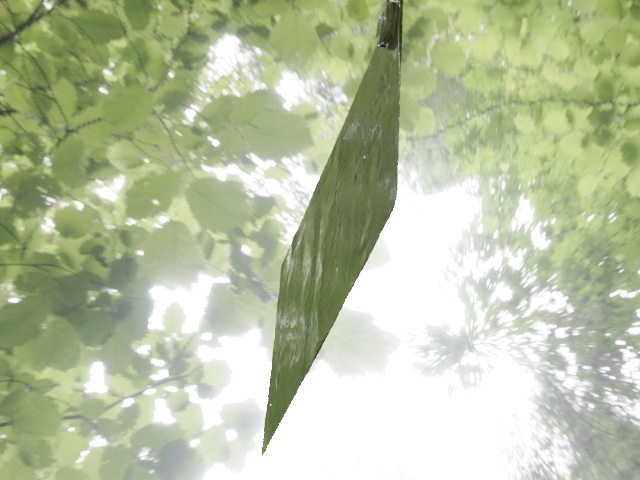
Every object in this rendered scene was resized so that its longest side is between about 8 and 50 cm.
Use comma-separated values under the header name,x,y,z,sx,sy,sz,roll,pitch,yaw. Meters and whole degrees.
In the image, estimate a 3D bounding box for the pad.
name,x,y,z,sx,sy,sz,roll,pitch,yaw
pad,0.001,0.000,0.627,0.009,0.265,0.159,12,-130,-10
